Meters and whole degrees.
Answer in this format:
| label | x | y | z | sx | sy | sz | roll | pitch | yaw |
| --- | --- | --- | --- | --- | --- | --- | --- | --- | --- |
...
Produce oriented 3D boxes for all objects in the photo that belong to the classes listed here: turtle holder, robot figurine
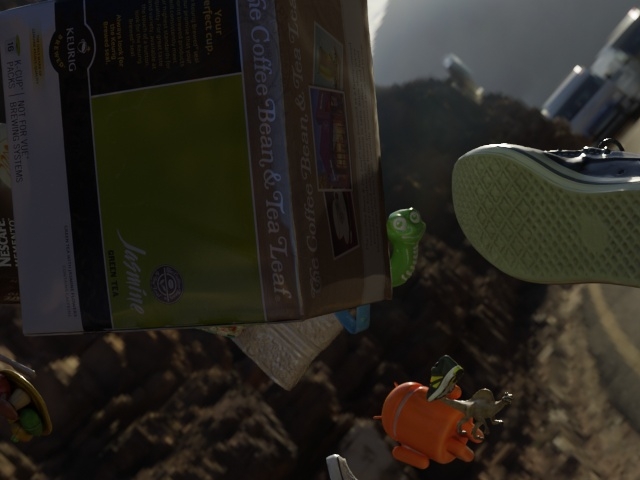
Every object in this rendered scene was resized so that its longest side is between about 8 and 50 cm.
| label | x | y | z | sx | sy | sz | roll | pitch | yaw |
| --- | --- | --- | --- | --- | --- | --- | --- | --- | --- |
| turtle holder | 0.020 | 0.019 | 2.126 | 0.243 | 0.228 | 0.320 | -15 | 12 | -37 |
| robot figurine | 0.215 | 0.359 | 2.190 | 0.128 | 0.219 | 0.158 | -19 | -57 | -49 |

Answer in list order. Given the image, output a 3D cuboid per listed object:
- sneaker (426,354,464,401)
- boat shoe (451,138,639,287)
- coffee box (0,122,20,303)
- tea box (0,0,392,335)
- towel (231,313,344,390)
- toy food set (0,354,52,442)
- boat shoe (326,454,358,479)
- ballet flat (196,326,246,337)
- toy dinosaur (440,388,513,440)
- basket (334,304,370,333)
| label | x | y | z | sx | sy | sz | roll | pitch | yaw |
| --- | --- | --- | --- | --- | --- | --- | --- | --- | --- |
| sneaker | 0.156 | 0.177 | 1.419 | 0.031 | 0.035 | 0.083 | -13 | -31 | -35 |
| boat shoe | 0.362 | -0.036 | 1.458 | 0.156 | 0.187 | 0.500 | -13 | 14 | -32 |
| coffee box | -0.437 | -0.038 | 1.583 | 0.141 | 0.247 | 0.098 | 2 | -28 | -35 |
| tea box | -0.122 | -0.082 | 1.114 | 0.323 | 0.329 | 0.220 | -4 | 1 | 26 |
| towel | -0.099 | 0.114 | 2.022 | 0.187 | 0.282 | 0.049 | -50 | -14 | 14 |
| toy food set | -0.598 | 0.322 | 2.138 | 0.071 | 0.128 | 0.218 | -45 | -32 | -36 |
| boat shoe | 0.094 | 0.536 | 2.206 | 0.088 | 0.268 | 0.096 | -26 | -39 | -2 |
| ballet flat | -0.238 | 0.106 | 1.903 | 0.091 | 0.240 | 0.077 | -104 | 29 | -59 |
| toy dinosaur | 0.287 | 0.319 | 2.048 | 0.183 | 0.053 | 0.093 | -8 | 60 | 42 |
| basket | -0.003 | -0.023 | 1.752 | 0.201 | 0.289 | 0.255 | -16 | -45 | -23 |
